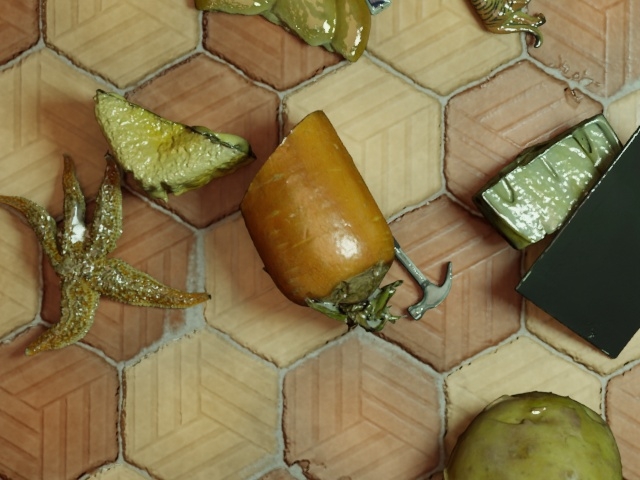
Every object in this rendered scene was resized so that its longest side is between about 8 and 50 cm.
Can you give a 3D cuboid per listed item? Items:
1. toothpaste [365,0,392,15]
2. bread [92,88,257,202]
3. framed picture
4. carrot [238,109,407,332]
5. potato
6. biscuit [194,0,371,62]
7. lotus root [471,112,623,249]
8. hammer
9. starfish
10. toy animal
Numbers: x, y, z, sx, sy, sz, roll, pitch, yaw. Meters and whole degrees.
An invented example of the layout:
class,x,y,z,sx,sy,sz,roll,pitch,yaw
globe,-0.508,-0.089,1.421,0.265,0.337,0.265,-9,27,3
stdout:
class,x,y,z,sx,sy,sz,roll,pitch,yaw
toothpaste,0.061,-0.421,1.943,0.037,0.021,0.140,-33,91,7
bread,-0.233,-0.126,1.866,0.252,0.174,0.133,20,88,2
framed picture,0.469,0.002,1.868,0.244,0.013,0.324,33,96,-31
carrot,0.000,0.000,1.852,0.214,0.193,0.331,-33,86,10
potato,0.302,0.346,1.847,0.289,0.301,0.237,5,67,-31
biscuit,-0.055,-0.395,1.933,0.299,0.045,0.154,19,89,0
lotus root,0.349,-0.086,1.884,0.235,0.138,0.119,-32,96,-1
hammer,0.112,0.001,1.939,0.103,0.029,0.246,-39,88,1
starfish,-0.355,0.001,1.916,0.301,0.084,0.293,-17,91,4
toy animal,0.268,-0.399,1.929,0.099,0.057,0.241,-28,91,7
